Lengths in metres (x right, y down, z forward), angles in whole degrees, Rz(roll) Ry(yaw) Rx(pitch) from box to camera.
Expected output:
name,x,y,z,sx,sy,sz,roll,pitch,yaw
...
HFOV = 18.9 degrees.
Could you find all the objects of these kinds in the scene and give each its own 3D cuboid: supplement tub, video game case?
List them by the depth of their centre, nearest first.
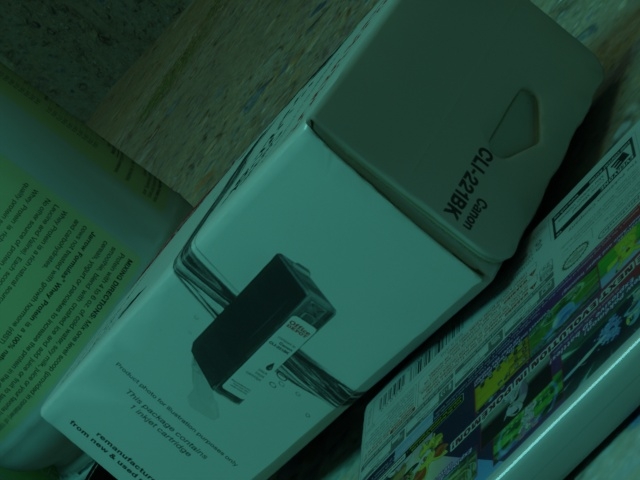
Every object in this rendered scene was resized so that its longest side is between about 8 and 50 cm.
name,x,y,z,sx,sy,sz,roll,pitch,yaw
video game case,0.084,0.052,0.786,0.201,0.023,0.183,-48,13,21
supplement tub,-0.231,0.016,1.363,0.235,0.325,0.235,-50,12,15

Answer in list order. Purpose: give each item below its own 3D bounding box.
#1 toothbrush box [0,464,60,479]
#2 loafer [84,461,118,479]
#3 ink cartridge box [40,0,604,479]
name,x,y,z,sx,sy,sz,roll,pitch,yaw
toothbrush box,-0.301,0.193,1.416,0.122,0.206,0.283,-45,13,31
loafer,-0.104,0.118,1.235,0.170,0.062,0.061,-53,7,-5
ink cartridge box,0.000,0.000,0.981,0.273,0.114,0.197,-44,8,41
